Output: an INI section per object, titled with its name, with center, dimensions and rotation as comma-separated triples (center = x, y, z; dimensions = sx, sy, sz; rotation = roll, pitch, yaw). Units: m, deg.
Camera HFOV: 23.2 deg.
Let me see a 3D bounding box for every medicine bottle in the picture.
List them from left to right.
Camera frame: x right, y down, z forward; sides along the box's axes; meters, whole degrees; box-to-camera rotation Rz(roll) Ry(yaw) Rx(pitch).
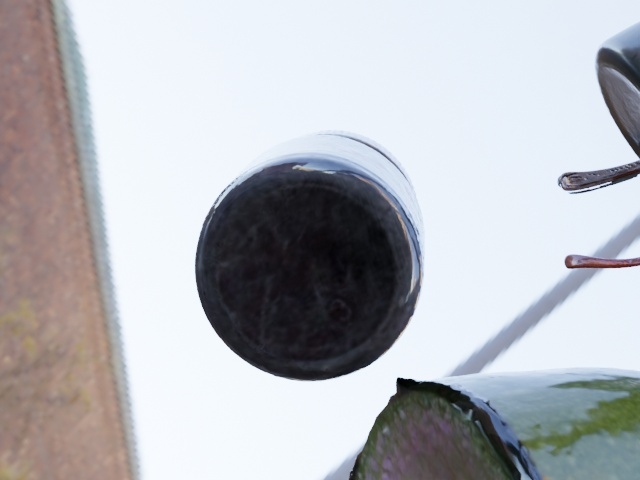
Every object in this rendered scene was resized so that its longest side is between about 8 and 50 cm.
[medicine bottle]
center = 0.000, 0.000, 1.202
dimensions = 0.165, 0.273, 0.165
rotation = 1, -79, 4

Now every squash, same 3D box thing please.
[squash]
center = 0.219, 0.230, 1.113
dimensions = 0.310, 0.309, 0.310
rotation = 174, -90, -65

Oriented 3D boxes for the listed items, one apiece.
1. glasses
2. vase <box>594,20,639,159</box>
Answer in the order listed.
[glasses]
center = 0.398, -0.039, 1.666
dimensions = 0.118, 0.268, 0.234
rotation = 59, -7, 29
[vase]
center = 0.426, -0.189, 1.429
dimensions = 0.173, 0.321, 0.173
rotation = 56, -3, 5
